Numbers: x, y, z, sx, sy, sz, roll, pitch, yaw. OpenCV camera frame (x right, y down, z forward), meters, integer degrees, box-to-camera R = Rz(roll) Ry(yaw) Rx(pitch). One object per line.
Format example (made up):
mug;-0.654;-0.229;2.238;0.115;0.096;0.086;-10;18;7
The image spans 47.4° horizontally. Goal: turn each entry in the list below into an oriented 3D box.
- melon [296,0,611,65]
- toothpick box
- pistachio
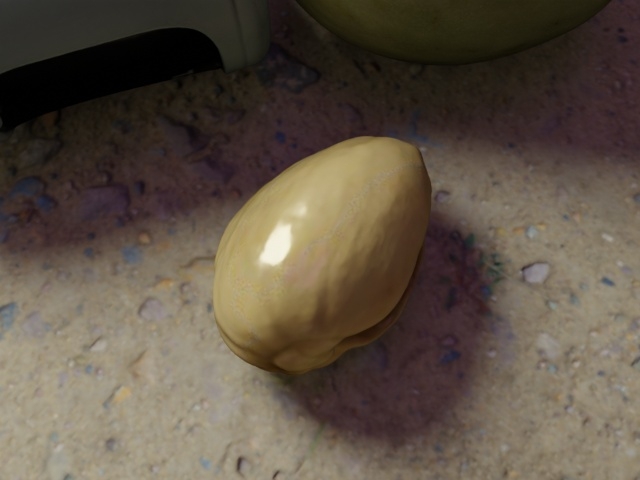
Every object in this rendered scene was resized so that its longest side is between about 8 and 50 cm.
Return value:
melon;0.098;-0.261;0.563;0.308;0.271;0.271;15;67;14
toothpick box;-0.241;-0.212;0.551;0.355;0.263;0.262;-20;67;-6
pistachio;0.000;0.000;0.520;0.145;0.117;0.200;24;68;17
